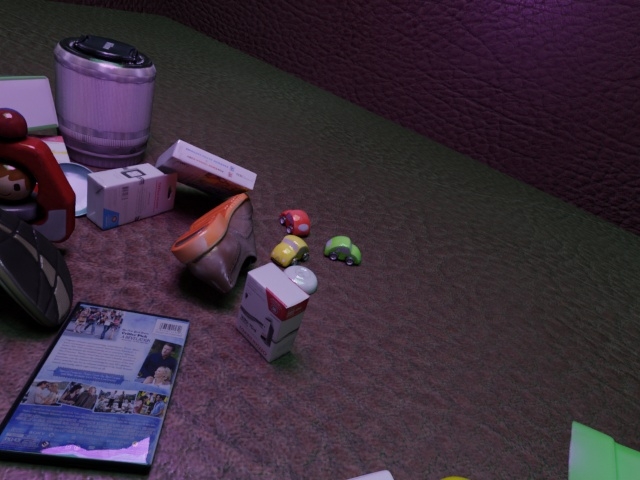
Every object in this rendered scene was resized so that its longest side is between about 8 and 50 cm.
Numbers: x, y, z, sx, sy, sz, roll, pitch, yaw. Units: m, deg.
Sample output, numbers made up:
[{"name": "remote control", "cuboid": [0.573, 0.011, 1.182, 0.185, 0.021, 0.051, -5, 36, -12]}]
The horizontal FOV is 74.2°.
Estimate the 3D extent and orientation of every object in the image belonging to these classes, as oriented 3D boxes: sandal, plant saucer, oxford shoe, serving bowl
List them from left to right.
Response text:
[{"name": "sandal", "cuboid": [-0.482, 0.011, 0.600, 0.303, 0.086, 0.120, 52, 12, -27]}, {"name": "plant saucer", "cuboid": [-0.525, -0.104, 0.885, 0.119, 0.021, 0.120, 13, 67, -32]}, {"name": "oxford shoe", "cuboid": [-0.199, -0.002, 0.903, 0.133, 0.129, 0.364, 57, 15, -16]}, {"name": "serving bowl", "cuboid": [-0.043, 0.081, 0.919, 0.083, 0.027, 0.083, 15, 32, -10]}]

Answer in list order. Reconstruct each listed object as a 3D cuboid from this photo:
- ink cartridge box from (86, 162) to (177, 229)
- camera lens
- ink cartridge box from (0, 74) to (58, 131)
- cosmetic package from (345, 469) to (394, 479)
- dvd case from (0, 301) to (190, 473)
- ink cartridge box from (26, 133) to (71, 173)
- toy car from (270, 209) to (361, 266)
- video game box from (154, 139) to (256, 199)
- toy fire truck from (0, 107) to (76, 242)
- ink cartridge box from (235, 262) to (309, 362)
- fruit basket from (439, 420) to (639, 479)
[{"name": "ink cartridge box", "cuboid": [-0.405, -0.102, 0.919, 0.060, 0.104, 0.180, 31, 31, 20]}, {"name": "camera lens", "cuboid": [-0.540, -0.349, 1.064, 0.219, 0.275, 0.219, 15, 31, -9]}, {"name": "ink cartridge box", "cuboid": [-0.768, -0.299, 0.927, 0.278, 0.117, 0.201, 10, 25, 23]}, {"name": "cosmetic package", "cuboid": [0.004, 0.339, 0.378, 0.151, 0.184, 0.151, 1, 35, -29]}, {"name": "dvd case", "cuboid": [-0.299, 0.191, 0.596, 0.180, 0.022, 0.253, 12, 32, -12]}, {"name": "ink cartridge box", "cuboid": [-0.617, -0.163, 0.926, 0.115, 0.067, 0.198, -6, 39, -37]}, {"name": "toy car", "cuboid": [0.000, 0.000, 1.048, 0.224, 0.053, 0.239, 16, 31, -7]}, {"name": "video game box", "cuboid": [-0.275, -0.158, 0.992, 0.187, 0.048, 0.205, 24, -14, -30]}, {"name": "toy fire truck", "cuboid": [-0.561, -0.097, 0.669, 0.301, 0.254, 0.169, 9, 32, -18]}, {"name": "ink cartridge box", "cuboid": [-0.085, 0.123, 0.720, 0.099, 0.135, 0.056, 37, 37, 27]}, {"name": "fruit basket", "cuboid": [0.218, 0.367, 0.377, 0.392, 0.392, 0.283, 32, 32, 19]}]
